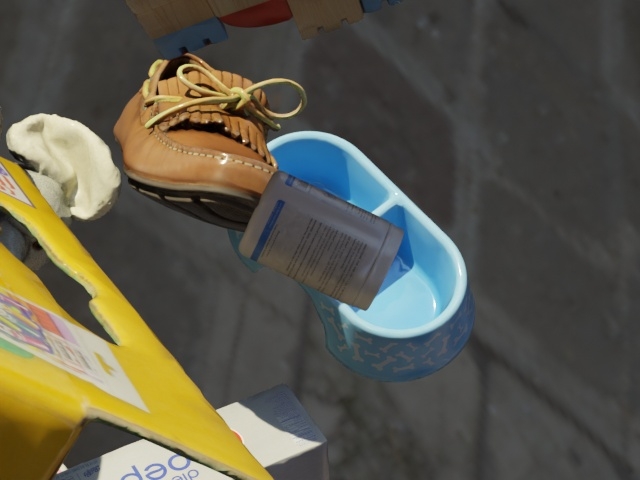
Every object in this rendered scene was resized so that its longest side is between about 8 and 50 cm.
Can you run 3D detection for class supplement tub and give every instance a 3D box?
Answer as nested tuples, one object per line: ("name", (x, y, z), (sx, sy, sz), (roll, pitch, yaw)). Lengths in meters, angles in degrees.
("supplement tub", (0.000, 0.000, 1.403), (0.107, 0.071, 0.071), (26, 36, -1))

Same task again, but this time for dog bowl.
("dog bowl", (0.031, 0.007, 1.920), (0.166, 0.074, 0.297), (-37, 68, -20))

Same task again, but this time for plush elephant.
("plush elephant", (-0.355, -0.031, 1.867), (0.255, 0.272, 0.330), (36, 24, -19))

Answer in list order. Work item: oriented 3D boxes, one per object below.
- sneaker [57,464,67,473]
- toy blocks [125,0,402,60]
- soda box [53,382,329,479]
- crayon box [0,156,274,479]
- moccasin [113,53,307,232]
("sneaker", (-0.290, 0.215, 1.775), (0.134, 0.051, 0.070), (42, 32, 18))
("toy blocks", (0.003, -0.229, 1.279), (0.261, 0.381, 0.190), (62, 9, -74))
("soda box", (-0.135, 0.240, 1.744), (0.286, 0.098, 0.091), (-20, 43, -20))
("crayon box", (-0.186, -0.015, 0.411), (0.323, 0.083, 0.203), (28, 8, -35))
("moccasin", (-0.101, -0.103, 1.757), (0.139, 0.147, 0.380), (22, 9, -12))
